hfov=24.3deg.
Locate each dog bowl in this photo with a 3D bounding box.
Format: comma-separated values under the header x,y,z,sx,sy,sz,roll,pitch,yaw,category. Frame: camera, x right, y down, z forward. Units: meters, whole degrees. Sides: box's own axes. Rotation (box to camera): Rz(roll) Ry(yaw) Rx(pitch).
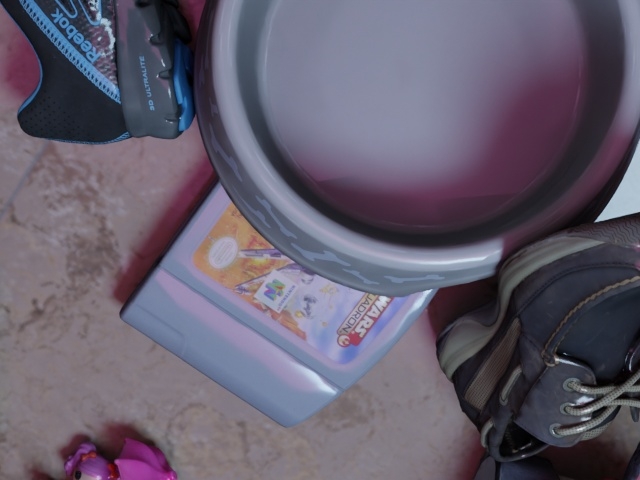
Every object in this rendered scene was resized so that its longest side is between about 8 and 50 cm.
x,y,z,sx,sy,sz,roll,pitch,yaw,category
0.077,-0.130,1.077,0.348,0.102,0.349,0,89,0,dog bowl

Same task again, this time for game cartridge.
x,y,z,sx,sy,sz,roll,pitch,yaw,category
0.000,0.000,1.195,0.198,0.062,0.297,35,104,-5,game cartridge

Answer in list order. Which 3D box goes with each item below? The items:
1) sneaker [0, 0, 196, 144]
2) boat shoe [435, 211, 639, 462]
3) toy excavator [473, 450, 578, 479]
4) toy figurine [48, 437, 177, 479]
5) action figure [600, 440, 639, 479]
x,y,z,sx,sy,sz,roll,pitch,yaw,category
-0.187,-0.232,1.090,0.139,0.125,0.341,-7,104,7,sneaker
0.191,0.077,1.070,0.132,0.355,0.130,-14,74,-15,boat shoe
0.176,0.429,1.114,0.222,0.445,0.433,20,105,-5,toy excavator
-0.192,0.235,1.252,0.173,0.130,0.159,30,91,17,toy figurine
0.355,0.106,1.092,0.370,0.248,0.276,-29,132,-14,action figure
